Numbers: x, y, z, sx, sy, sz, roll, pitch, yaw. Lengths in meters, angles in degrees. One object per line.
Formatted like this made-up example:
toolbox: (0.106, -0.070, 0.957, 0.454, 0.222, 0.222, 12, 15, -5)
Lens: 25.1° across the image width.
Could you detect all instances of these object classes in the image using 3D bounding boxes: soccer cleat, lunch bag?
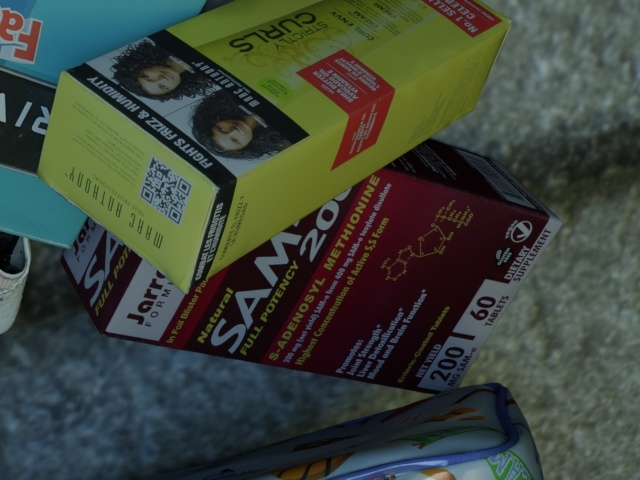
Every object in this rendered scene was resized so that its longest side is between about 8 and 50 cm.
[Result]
soccer cleat: (-0.157, 0.016, 0.707, 0.029, 0.035, 0.083, -5, 124, -29)
lunch bag: (-0.018, 0.162, 0.736, 0.304, 0.243, 0.114, -15, 90, 5)

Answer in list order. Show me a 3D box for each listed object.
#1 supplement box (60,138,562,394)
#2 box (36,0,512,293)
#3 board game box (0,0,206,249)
supplement box: (0.000, 0.000, 0.766, 0.239, 0.073, 0.130, 14, 115, -36)
box: (-0.011, -0.064, 0.632, 0.232, 0.087, 0.058, -32, 152, -47)
board game box: (-0.139, -0.179, 0.549, 0.254, 0.079, 0.336, 17, 111, -38)
